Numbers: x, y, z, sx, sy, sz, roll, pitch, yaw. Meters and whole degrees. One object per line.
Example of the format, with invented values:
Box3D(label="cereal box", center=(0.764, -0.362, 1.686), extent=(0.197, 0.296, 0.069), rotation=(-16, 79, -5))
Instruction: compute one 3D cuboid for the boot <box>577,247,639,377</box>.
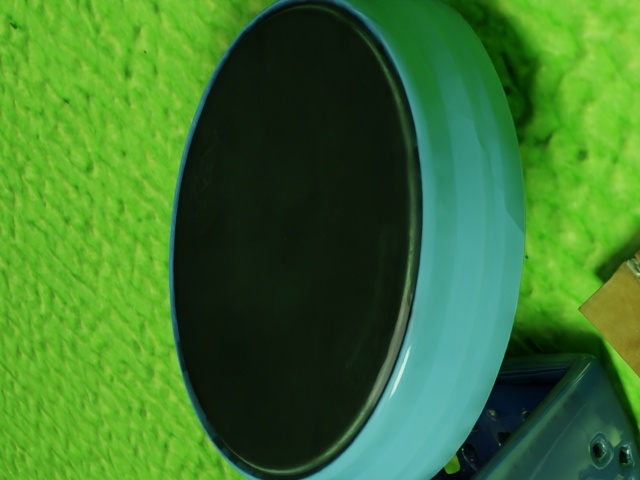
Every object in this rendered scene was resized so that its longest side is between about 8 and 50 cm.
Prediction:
Box3D(label="boot", center=(0.266, 0.149, 1.140), extent=(0.280, 0.096, 0.264), rotation=(50, 147, 16))

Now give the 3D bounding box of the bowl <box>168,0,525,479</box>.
Box3D(label="bowl", center=(0.000, 0.000, 1.231), extent=(0.391, 0.077, 0.391), rotation=(-11, 77, 57))

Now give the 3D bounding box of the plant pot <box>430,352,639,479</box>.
Box3D(label="plant pot", center=(0.124, 0.242, 1.287), extent=(0.236, 0.236, 0.212), rotation=(-12, 116, 56))
